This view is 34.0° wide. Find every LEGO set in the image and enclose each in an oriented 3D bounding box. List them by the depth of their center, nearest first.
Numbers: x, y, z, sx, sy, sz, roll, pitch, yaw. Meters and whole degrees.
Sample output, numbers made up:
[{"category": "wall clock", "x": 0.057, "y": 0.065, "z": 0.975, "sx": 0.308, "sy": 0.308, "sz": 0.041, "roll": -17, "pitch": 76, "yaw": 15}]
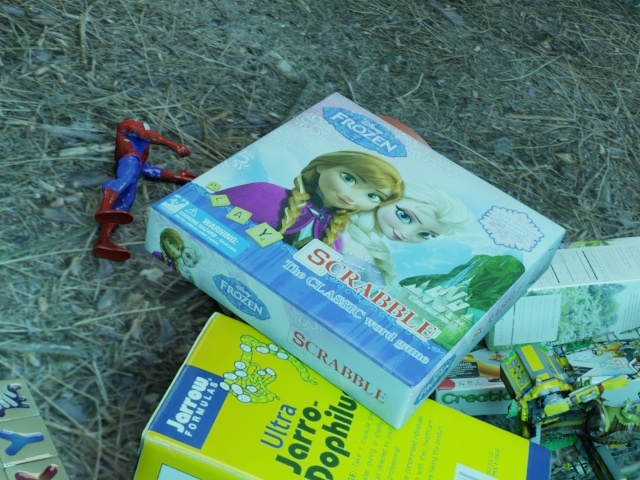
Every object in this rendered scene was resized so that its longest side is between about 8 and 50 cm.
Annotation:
[{"category": "LEGO set", "x": 0.360, "y": 0.223, "z": 1.145, "sx": 0.331, "sy": 0.255, "sz": 0.192, "roll": -7, "pitch": 40, "yaw": -13}]

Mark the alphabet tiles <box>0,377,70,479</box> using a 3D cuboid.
[{"category": "alphabet tiles", "x": -0.414, "y": 0.212, "z": 0.967, "sx": 0.342, "sy": 0.011, "sz": 0.285, "roll": -5, "pitch": 41, "yaw": -35}]

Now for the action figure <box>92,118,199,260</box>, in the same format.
[{"category": "action figure", "x": -0.226, "y": -0.082, "z": 1.429, "sx": 0.139, "sy": 0.091, "sz": 0.280, "roll": 7, "pitch": 36, "yaw": -10}]

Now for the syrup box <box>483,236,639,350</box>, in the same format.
[{"category": "syrup box", "x": 0.318, "y": 0.065, "z": 1.317, "sx": 0.236, "sy": 0.093, "sz": 0.096, "roll": -5, "pitch": 34, "yaw": -4}]

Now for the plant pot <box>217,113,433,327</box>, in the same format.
[{"category": "plant pot", "x": 0.000, "y": 0.000, "z": 1.308, "sx": 0.243, "sy": 0.275, "sz": 0.275, "roll": -23, "pitch": 52, "yaw": -35}]

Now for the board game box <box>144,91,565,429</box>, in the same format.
[{"category": "board game box", "x": 0.044, "y": -0.002, "z": 1.086, "sx": 0.318, "sy": 0.066, "sz": 0.318, "roll": 33, "pitch": 44, "yaw": 19}]

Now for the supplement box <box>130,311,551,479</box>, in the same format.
[{"category": "supplement box", "x": 0.010, "y": 0.253, "z": 0.978, "sx": 0.356, "sy": 0.194, "sz": 0.195, "roll": 22, "pitch": 32, "yaw": 2}]

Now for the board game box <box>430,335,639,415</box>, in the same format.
[{"category": "board game box", "x": 0.287, "y": 0.137, "z": 1.347, "sx": 0.305, "sy": 0.053, "sz": 0.193, "roll": -3, "pitch": 35, "yaw": -1}]
